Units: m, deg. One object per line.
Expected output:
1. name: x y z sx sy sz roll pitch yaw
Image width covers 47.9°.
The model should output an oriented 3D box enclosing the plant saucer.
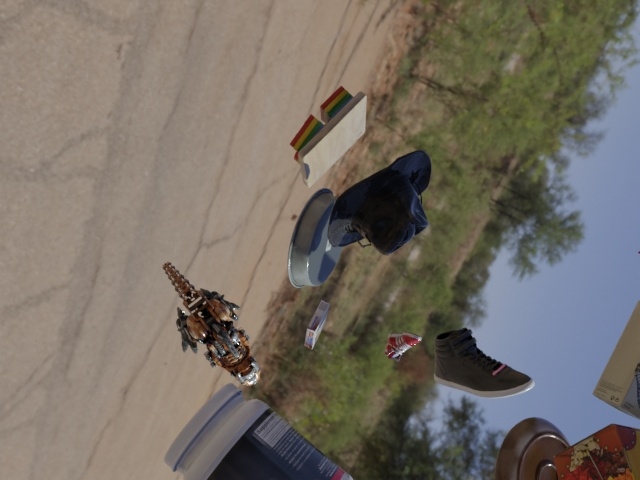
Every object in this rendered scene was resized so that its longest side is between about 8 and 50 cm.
1. plant saucer: 0.576 0.618 1.868 0.050 0.310 0.310 -16 -143 56

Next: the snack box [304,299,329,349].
1. snack box: -0.008 0.175 1.472 0.178 0.022 0.064 99 17 -70

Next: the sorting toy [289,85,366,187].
1. sorting toy: 0.015 -0.309 2.112 0.255 0.089 0.257 -46 168 -9

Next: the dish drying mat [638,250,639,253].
1. dish drying mat: 0.723 0.039 1.541 0.032 0.083 0.008 14 97 -63

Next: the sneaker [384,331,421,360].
1. sneaker: 0.200 0.262 1.772 0.118 0.042 0.067 -18 -134 59

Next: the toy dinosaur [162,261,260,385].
1. toy dinosaur: -0.246 0.186 1.661 0.164 0.321 0.218 -16 -176 -15

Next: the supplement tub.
1. supplement tub: -0.099 0.384 1.178 0.191 0.272 0.191 -50 170 -12

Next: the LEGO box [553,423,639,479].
1. LEGO box: 0.799 0.638 1.560 0.193 0.500 0.372 -51 -148 42

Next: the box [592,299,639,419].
1. box: 0.801 0.297 1.797 0.275 0.113 0.094 -62 -154 -4

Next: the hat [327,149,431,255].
1. hat: 0.167 -0.050 1.682 0.331 0.134 0.331 -29 157 -14

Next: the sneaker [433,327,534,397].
1. sneaker: 0.395 0.302 1.820 0.105 0.296 0.146 -22 105 -38

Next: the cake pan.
1. cake pan: 0.000 0.000 2.022 0.293 0.054 0.293 -50 149 -45
